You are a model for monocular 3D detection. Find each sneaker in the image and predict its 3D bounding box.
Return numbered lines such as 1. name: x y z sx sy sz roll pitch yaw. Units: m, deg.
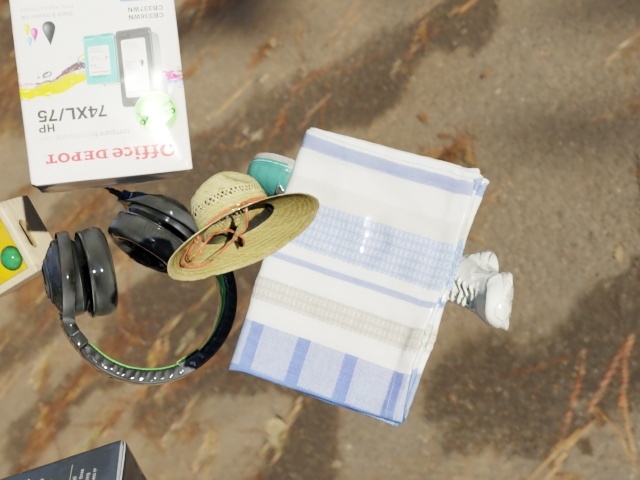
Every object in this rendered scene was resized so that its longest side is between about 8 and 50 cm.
1. sneaker: 0.220 0.076 1.716 0.232 0.115 0.090 -108 21 -78
2. sneaker: 0.000 0.000 1.657 0.121 0.302 0.108 -53 7 -24

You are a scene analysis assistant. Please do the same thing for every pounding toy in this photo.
1. pounding toy: -0.563 0.009 1.883 0.206 0.181 0.094 -29 0 23

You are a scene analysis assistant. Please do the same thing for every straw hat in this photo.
1. straw hat: -0.078 -0.026 0.997 0.144 0.144 0.061 -34 69 17

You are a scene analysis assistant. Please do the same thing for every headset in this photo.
1. headset: -0.287 0.020 1.616 0.243 0.394 0.185 -32 0 -20

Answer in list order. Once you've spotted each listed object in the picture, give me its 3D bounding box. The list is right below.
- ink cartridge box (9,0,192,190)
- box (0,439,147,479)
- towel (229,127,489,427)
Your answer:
1. ink cartridge box: -0.276 -0.205 1.447 0.198 0.270 0.197 -7 1 -10
2. box: -0.371 0.471 1.422 0.396 0.293 0.212 -19 30 6
3. towel: 0.037 0.033 1.214 0.209 0.034 0.284 18 87 14
